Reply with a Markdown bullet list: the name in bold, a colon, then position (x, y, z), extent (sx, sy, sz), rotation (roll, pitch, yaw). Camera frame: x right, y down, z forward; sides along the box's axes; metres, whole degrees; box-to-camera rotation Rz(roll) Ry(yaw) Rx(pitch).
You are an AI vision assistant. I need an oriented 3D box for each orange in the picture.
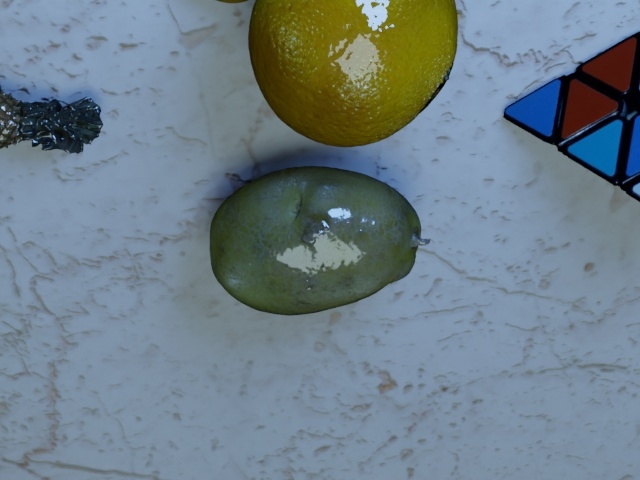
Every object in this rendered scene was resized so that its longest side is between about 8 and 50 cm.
- **orange**: position (0.034, -0.211, 1.908), extent (0.236, 0.236, 0.236), rotation (-3, 129, -3)

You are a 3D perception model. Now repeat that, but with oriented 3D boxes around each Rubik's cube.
- **Rubik's cube**: position (0.360, -0.185, 2.065), extent (0.250, 0.284, 0.234), rotation (27, 106, 14)

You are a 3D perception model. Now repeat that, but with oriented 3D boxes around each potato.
- **potato**: position (0.000, 0.000, 2.120), extent (0.251, 0.159, 0.174), rotation (-4, 157, 12)

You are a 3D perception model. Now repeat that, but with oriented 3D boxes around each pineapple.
- **pineapple**: position (-0.318, -0.131, 2.031), extent (0.159, 0.074, 0.074), rotation (3, 129, -9)

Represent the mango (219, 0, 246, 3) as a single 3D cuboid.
- **mango**: position (-0.106, -0.291, 1.935), extent (0.114, 0.057, 0.079), rotation (26, 127, -14)
